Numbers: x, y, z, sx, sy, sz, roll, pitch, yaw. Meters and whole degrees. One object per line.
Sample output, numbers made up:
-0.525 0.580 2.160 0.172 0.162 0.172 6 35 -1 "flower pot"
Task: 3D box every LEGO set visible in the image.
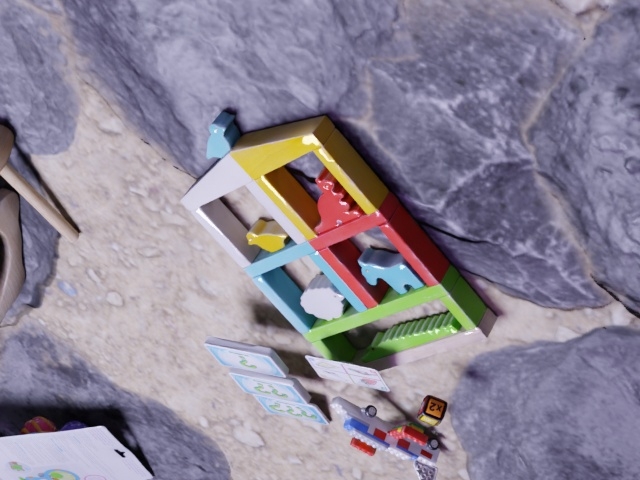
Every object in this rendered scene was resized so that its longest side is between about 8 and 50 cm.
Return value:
0.017 0.172 1.387 0.244 0.060 0.182 9 154 25 "LEGO set"

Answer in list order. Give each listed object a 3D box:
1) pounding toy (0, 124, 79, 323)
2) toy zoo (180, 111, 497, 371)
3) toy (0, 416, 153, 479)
-0.350 0.024 1.438 0.155 0.154 0.269 23 139 13 "pounding toy"
0.000 0.000 1.279 0.192 0.030 0.293 -22 116 45 "toy zoo"
-0.336 0.252 1.717 0.237 0.056 0.137 -11 142 16 "toy"
